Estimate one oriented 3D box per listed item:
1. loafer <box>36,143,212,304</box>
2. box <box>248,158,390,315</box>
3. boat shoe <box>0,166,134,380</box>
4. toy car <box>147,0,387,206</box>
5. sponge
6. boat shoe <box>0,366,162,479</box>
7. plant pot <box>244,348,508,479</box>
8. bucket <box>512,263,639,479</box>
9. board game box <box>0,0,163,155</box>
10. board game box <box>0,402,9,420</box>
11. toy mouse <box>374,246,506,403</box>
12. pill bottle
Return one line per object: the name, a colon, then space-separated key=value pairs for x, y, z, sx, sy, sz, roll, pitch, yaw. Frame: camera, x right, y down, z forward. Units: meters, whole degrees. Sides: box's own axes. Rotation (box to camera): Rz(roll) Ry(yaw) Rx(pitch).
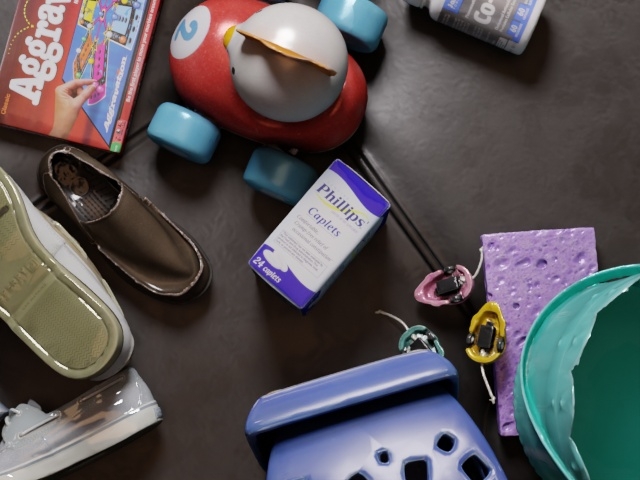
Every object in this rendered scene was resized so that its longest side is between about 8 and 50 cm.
loafer: x=-0.205 y=-0.015 z=1.470 sx=0.220 sy=0.078 sz=0.080 roll=38 pitch=85 yaw=3
box: x=0.000 y=0.000 z=1.448 sx=0.072 sy=0.126 sz=0.137 roll=40 pitch=86 yaw=4
boat shoe: x=-0.302 y=0.022 z=1.454 sx=0.113 sy=0.103 sz=0.302 roll=-40 pitch=78 yaw=2
toy car: x=-0.052 y=-0.176 z=1.408 sx=0.210 sy=0.238 sz=0.219 roll=25 pitch=84 yaw=1
sponge: x=0.232 y=0.093 z=1.491 sx=0.117 sy=0.031 sz=0.210 roll=-5 pitch=86 yaw=-1
boat shoe: x=-0.274 y=0.196 z=1.456 sx=0.227 sy=0.079 sz=0.081 roll=-25 pitch=79 yaw=-9
plant pot: x=0.055 y=0.239 z=1.374 sx=0.236 sy=0.236 sz=0.212 roll=-17 pitch=70 yaw=-2
bucket: x=0.326 y=0.152 z=1.387 sx=0.281 sy=0.183 sz=0.281 roll=1 pitch=85 yaw=-15
board game box: x=-0.242 y=-0.241 z=1.518 sx=0.145 sy=0.027 sz=0.281 roll=14 pitch=85 yaw=2
board game box: x=-0.537 y=0.185 z=1.452 sx=0.318 sy=0.066 sz=0.319 roll=42 pitch=86 yaw=3
toy mouse: x=0.125 y=0.084 z=1.483 sx=0.143 sy=0.031 sz=0.161 roll=2 pitch=76 yaw=27
pill bottle: x=0.159 y=-0.252 z=1.499 sx=0.137 sy=0.078 sz=0.078 roll=22 pitch=85 yaw=1
